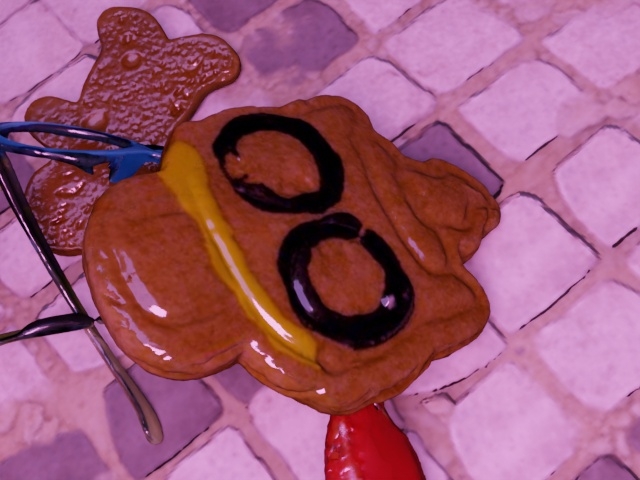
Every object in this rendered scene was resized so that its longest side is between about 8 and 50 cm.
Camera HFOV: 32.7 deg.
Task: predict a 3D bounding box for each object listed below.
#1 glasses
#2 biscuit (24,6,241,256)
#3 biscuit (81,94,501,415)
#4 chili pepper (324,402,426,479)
[{"bbox_3d":[-0.126,0.016,0.712,0.239,0.102,0.206,14,71,3],"label":"glasses"},{"bbox_3d":[-0.154,-0.079,0.818,0.138,0.031,0.205,21,70,10],"label":"biscuit"},{"bbox_3d":[0.000,0.000,0.654,0.290,0.041,0.208,-16,66,-34],"label":"biscuit"},{"bbox_3d":[0.035,0.260,0.567,0.110,0.110,0.387,-6,62,11],"label":"chili pepper"}]
